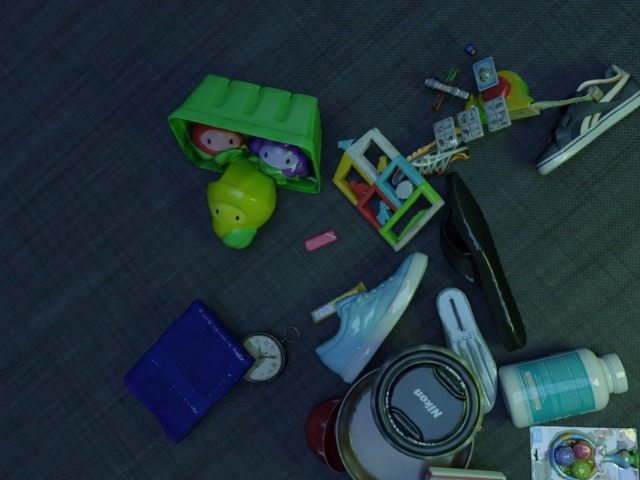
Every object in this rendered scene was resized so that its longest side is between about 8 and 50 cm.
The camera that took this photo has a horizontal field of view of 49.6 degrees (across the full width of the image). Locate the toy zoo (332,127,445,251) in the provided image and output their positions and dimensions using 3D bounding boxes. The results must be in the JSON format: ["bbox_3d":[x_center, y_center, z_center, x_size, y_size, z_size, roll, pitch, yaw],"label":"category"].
[{"bbox_3d":[0.146,-0.137,1.689,0.293,0.030,0.192,48,133,11],"label":"toy zoo"}]

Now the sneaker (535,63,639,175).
[{"bbox_3d":[0.613,-0.287,1.641,0.321,0.126,0.127,-37,85,-7],"label":"sneaker"}]

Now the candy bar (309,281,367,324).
[{"bbox_3d":[0.046,0.159,1.742,0.161,0.018,0.040,-30,80,6],"label":"candy bar"}]

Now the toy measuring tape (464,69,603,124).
[{"bbox_3d":[0.491,-0.355,1.634,0.330,0.121,0.121,-6,83,39],"label":"toy measuring tape"}]

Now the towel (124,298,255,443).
[{"bbox_3d":[-0.326,0.324,1.735,0.227,0.076,0.308,46,105,13],"label":"towel"}]

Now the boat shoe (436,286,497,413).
[{"bbox_3d":[0.349,0.257,1.643,0.109,0.094,0.302,-14,80,11],"label":"boat shoe"}]

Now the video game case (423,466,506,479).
[{"bbox_3d":[0.282,0.640,1.552,0.204,0.025,0.285,12,104,-24],"label":"video game case"}]

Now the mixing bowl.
[{"bbox_3d":[0.028,0.451,1.658,0.098,0.181,0.181,4,85,40],"label":"mixing bowl"}]

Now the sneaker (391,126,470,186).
[{"bbox_3d":[0.272,-0.191,1.708,0.215,0.084,0.083,-33,85,4],"label":"sneaker"}]

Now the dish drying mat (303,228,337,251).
[{"bbox_3d":[0.000,0.000,1.769,0.083,0.008,0.032,-23,83,6],"label":"dish drying mat"}]

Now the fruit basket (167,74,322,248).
[{"bbox_3d":[-0.187,-0.179,1.704,0.392,0.283,0.392,-2,67,4],"label":"fruit basket"}]

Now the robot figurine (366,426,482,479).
[{"bbox_3d":[0.226,0.481,1.644,0.291,0.085,0.211,-39,80,1],"label":"robot figurine"}]

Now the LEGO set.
[{"bbox_3d":[0.350,-0.346,1.669,0.182,0.060,0.244,-20,67,29],"label":"LEGO set"}]

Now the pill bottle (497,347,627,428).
[{"bbox_3d":[0.550,0.330,1.580,0.264,0.146,0.146,-15,83,8],"label":"pill bottle"}]

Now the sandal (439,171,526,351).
[{"bbox_3d":[0.358,0.053,1.637,0.107,0.167,0.446,-22,81,24],"label":"sandal"}]

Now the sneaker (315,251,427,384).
[{"bbox_3d":[0.116,0.162,1.672,0.150,0.135,0.366,34,90,6],"label":"sneaker"}]

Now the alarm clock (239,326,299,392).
[{"bbox_3d":[-0.132,0.282,1.736,0.192,0.064,0.129,-37,80,7],"label":"alarm clock"}]

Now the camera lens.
[{"bbox_3d":[0.216,0.325,1.435,0.219,0.274,0.219,-1,82,6],"label":"camera lens"}]

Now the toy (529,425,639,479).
[{"bbox_3d":[0.612,0.504,1.600,0.237,0.056,0.137,-2,83,9],"label":"toy"}]

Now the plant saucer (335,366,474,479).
[{"bbox_3d":[0.191,0.438,1.586,0.310,0.050,0.311,-1,83,7],"label":"plant saucer"}]
